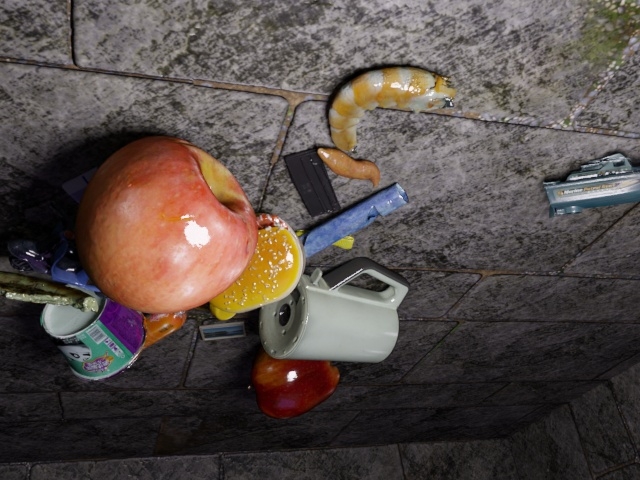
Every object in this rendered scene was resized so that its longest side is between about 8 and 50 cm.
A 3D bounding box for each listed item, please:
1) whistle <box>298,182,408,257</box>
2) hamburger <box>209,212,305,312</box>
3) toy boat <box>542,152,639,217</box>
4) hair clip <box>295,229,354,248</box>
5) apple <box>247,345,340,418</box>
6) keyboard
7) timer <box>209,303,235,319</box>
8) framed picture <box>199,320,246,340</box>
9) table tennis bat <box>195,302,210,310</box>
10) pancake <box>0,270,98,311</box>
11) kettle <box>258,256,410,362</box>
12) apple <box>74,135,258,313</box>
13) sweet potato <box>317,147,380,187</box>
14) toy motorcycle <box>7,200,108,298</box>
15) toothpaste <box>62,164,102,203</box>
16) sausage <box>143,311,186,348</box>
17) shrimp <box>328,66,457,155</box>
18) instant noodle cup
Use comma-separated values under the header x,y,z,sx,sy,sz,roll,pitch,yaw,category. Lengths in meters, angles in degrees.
x,y,z,sx,sy,sz,roll,pitch,yaw,category
0.076,-0.048,1.594,0.304,0.062,0.062,-29,143,20,whistle
-0.179,0.059,1.589,0.296,0.226,0.151,-22,169,15,hamburger
0.700,-0.142,1.554,0.296,0.122,0.114,-11,171,24,toy boat
0.000,0.000,1.696,0.173,0.046,0.072,0,144,-9,hair clip
-0.096,0.468,2.205,0.317,0.288,0.288,-18,149,-9,apple
-0.018,-0.131,1.509,0.087,0.017,0.250,-14,148,8,keyboard
-0.269,0.186,1.871,0.107,0.109,0.107,-34,141,-34,timer
-0.328,0.306,2.141,0.149,0.011,0.109,-5,148,-5,framed picture
-0.353,0.183,1.934,0.100,0.019,0.155,-21,148,22,table tennis bat
-0.747,0.120,1.619,0.377,0.054,0.197,12,-178,-3,pancake
0.060,0.201,1.899,0.377,0.250,0.360,14,114,-35,kettle
-0.317,-0.022,1.288,0.364,0.363,0.363,-6,148,-4,apple
0.063,-0.169,1.437,0.202,0.058,0.055,15,99,-39,sweet potato
-0.565,0.033,1.558,0.359,0.125,0.213,18,131,-39,toy motorcycle
-0.428,-0.015,1.481,0.125,0.079,0.371,-22,127,22,toothpaste
-0.517,0.268,1.964,0.312,0.092,0.093,-30,142,31,sausage
0.110,-0.262,1.281,0.185,0.068,0.287,22,139,-37,shrimp
-0.632,0.234,1.757,0.252,0.251,0.190,-12,140,6,instant noodle cup
